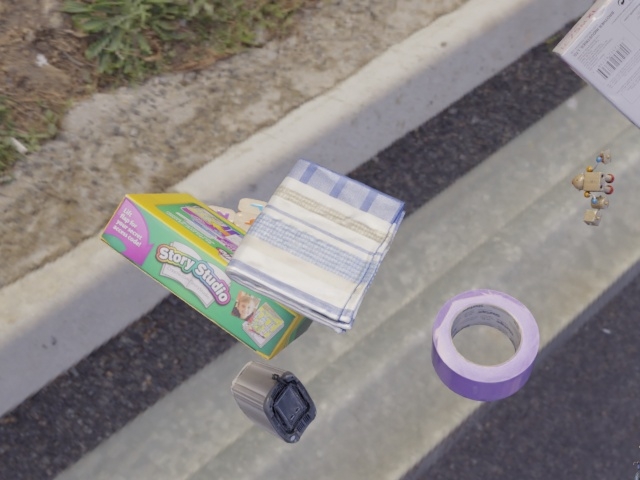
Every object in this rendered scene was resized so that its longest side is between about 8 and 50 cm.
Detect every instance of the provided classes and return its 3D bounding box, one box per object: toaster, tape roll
[{"bbox_3d":[-0.120,0.385,2.182,0.129,0.146,0.227,-53,136,-25],"label":"toaster"},{"bbox_3d":[0.294,0.187,1.612,0.189,0.189,0.080,-40,151,-22],"label":"tape roll"}]

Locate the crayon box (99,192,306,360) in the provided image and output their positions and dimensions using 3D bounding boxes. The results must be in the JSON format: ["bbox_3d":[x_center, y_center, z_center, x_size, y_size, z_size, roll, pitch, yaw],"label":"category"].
[{"bbox_3d":[-0.179,0.052,1.649,0.106,0.363,0.313,-57,172,10],"label":"crayon box"}]

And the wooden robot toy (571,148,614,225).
[{"bbox_3d":[0.598,-0.119,1.988,0.076,0.079,0.173,9,88,-44],"label":"wooden robot toy"}]

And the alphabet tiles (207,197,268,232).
[{"bbox_3d":[-0.129,0.004,1.936,0.278,0.284,0.021,12,126,-2],"label":"alphabet tiles"}]

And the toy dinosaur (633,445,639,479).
[{"bbox_3d":[0.540,0.384,1.506,0.090,0.047,0.082,107,5,-57],"label":"toy dinosaur"}]

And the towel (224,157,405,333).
[{"bbox_3d":[0.000,0.000,1.397,0.034,0.209,0.285,108,9,-49],"label":"towel"}]

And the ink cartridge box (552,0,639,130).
[{"bbox_3d":[0.574,-0.294,1.533,0.311,0.065,0.186,38,103,-12],"label":"ink cartridge box"}]
